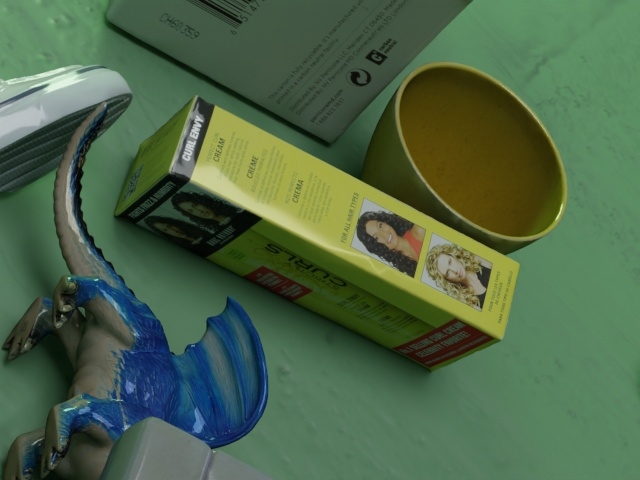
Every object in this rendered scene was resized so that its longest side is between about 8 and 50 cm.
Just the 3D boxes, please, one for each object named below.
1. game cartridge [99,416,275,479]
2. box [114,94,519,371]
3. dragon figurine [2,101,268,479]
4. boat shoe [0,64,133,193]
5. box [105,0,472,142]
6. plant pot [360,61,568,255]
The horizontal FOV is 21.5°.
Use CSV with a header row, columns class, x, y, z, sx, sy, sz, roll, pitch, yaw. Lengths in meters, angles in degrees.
class,x,y,z,sx,sy,sz,roll,pitch,yaw
game cartridge,-0.045,0.271,0.705,0.230,0.068,0.355,28,52,-13
box,0.000,0.000,1.011,0.232,0.087,0.058,27,61,-21
dragon figurine,-0.086,0.076,0.893,0.144,0.085,0.289,15,52,-29
boat shoe,-0.201,-0.063,0.906,0.226,0.083,0.076,-30,78,-44
box,-0.011,-0.187,1.073,0.182,0.181,0.119,27,47,-19
plant pot,0.078,-0.035,1.092,0.134,0.095,0.134,20,50,-26
